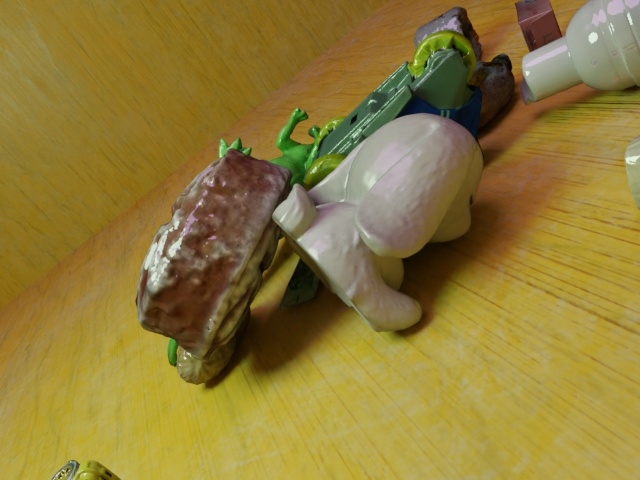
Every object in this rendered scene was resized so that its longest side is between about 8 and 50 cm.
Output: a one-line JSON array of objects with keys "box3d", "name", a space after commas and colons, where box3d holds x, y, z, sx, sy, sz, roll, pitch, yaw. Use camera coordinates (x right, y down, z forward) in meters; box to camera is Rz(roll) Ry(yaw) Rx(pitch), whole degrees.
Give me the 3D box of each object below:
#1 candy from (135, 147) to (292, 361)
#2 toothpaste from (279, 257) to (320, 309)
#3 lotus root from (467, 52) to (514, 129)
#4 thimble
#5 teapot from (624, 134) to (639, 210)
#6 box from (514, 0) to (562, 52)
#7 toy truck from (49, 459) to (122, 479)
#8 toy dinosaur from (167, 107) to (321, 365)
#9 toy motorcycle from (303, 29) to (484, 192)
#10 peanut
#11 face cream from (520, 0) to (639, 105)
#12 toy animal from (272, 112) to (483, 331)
[{"box3d": [-0.143, 0.010, 0.801, 0.289, 0.157, 0.214, -66, 7, -19], "name": "candy"}, {"box3d": [0.000, 0.000, 0.986, 0.075, 0.048, 0.296, -23, 29, 33], "name": "toothpaste"}, {"box3d": [0.276, -0.258, 1.016, 0.113, 0.088, 0.192, 15, 53, 43], "name": "lotus root"}, {"box3d": [0.280, -0.432, 1.293, 0.118, 0.127, 0.151, -20, 22, 33], "name": "thimble"}, {"box3d": [0.396, -0.081, 0.520, 0.107, 0.077, 0.200, -29, 14, -35], "name": "teapot"}, {"box3d": [0.385, -0.359, 1.018, 0.060, 0.111, 0.156, -16, 31, 26], "name": "box"}, {"box3d": [-0.323, 0.376, 0.627, 0.272, 0.124, 0.157, -36, 22, 4], "name": "toy truck"}, {"box3d": [-0.110, -0.020, 1.109, 0.499, 0.144, 0.374, -63, -18, 9], "name": "toy dinosaur"}, {"box3d": [0.134, -0.152, 0.910, 0.326, 0.200, 0.191, -39, 20, 27], "name": "toy motorcycle"}, {"box3d": [-0.157, 0.145, 0.895, 0.080, 0.080, 0.174, -21, 26, 35], "name": "peanut"}, {"box3d": [0.422, -0.275, 0.759, 0.370, 0.145, 0.145, -21, 27, 36], "name": "face cream"}, {"box3d": [0.090, -0.049, 0.739, 0.265, 0.206, 0.272, -43, 20, -4], "name": "toy animal"}]
